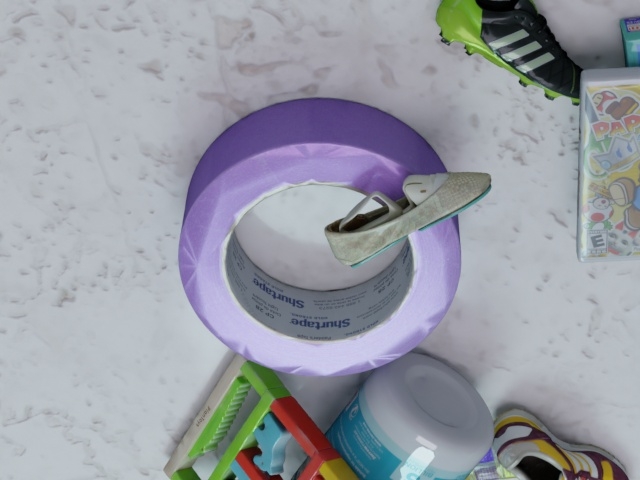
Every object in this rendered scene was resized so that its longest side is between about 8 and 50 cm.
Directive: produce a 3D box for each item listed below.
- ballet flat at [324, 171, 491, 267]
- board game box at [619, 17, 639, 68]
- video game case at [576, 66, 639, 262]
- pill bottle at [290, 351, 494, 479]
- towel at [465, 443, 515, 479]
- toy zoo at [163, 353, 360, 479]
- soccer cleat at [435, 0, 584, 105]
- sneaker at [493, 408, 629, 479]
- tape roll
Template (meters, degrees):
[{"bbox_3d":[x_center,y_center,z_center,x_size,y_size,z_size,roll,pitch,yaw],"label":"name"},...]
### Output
[{"bbox_3d":[0.077,-0.030,1.594,0.168,0.057,0.052,-30,108,19],"label":"ballet flat"},{"bbox_3d":[0.373,-0.119,1.634,0.160,0.047,0.210,-9,122,7],"label":"board game box"},{"bbox_3d":[0.356,-0.072,1.620,0.227,0.026,0.206,-3,125,3],"label":"video game case"},{"bbox_3d":[0.058,0.254,1.831,0.146,0.146,0.264,26,121,-15],"label":"pill bottle"},{"bbox_3d":[0.172,0.245,1.903,0.083,0.009,0.060,-9,122,7],"label":"towel"},{"bbox_3d":[-0.038,0.283,1.799,0.030,0.293,0.192,-6,137,-47],"label":"toy zoo"},{"bbox_3d":[0.192,-0.184,1.594,0.179,0.060,0.072,26,108,-14],"label":"soccer cleat"},{"bbox_3d":[0.261,0.255,1.859,0.185,0.084,0.069,27,119,-21],"label":"sneaker"},{"bbox_3d":[0.000,0.000,1.700,0.274,0.090,0.275,0,123,1],"label":"tape roll"}]
